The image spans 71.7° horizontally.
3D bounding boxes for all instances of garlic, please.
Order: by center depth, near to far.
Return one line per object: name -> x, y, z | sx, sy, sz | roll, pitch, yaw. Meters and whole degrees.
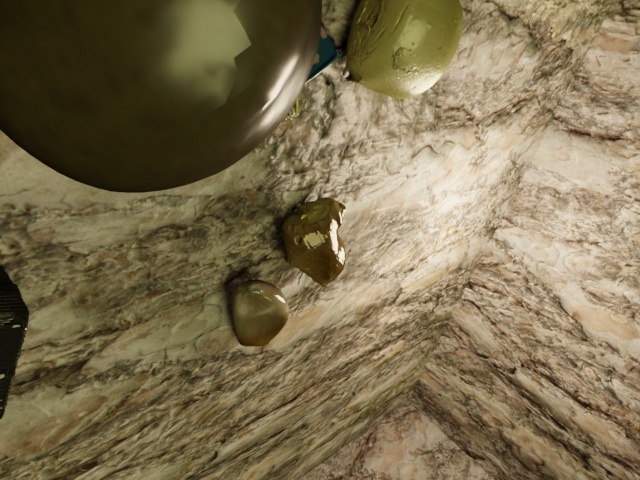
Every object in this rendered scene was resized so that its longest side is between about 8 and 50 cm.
garlic -> -0.160, 0.190, 1.154 | 0.144, 0.112, 0.318 | -11, 139, -17

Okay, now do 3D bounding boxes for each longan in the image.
longan -> -0.175, -0.220, 0.458 | 0.361, 0.361, 0.360 | -31, 140, -29

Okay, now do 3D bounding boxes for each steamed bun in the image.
steamed bun -> 0.185, -0.435, 0.948 | 0.232, 0.166, 0.272 | 6, 116, -54

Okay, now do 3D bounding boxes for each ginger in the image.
ginger -> 0.000, 0.000, 1.161 | 0.221, 0.130, 0.276 | -64, 151, 1

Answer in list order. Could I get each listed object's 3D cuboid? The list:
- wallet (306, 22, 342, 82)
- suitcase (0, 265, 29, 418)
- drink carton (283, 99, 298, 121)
wallet -> -0.061, -0.363, 0.741 | 0.141, 0.059, 0.202 | -44, 120, -19
suitcase -> -0.594, 0.161, 0.571 | 0.335, 0.152, 0.229 | 3, 118, -51
drink carton -> -0.084, -0.308, 0.842 | 0.071, 0.056, 0.165 | -28, 139, -26
